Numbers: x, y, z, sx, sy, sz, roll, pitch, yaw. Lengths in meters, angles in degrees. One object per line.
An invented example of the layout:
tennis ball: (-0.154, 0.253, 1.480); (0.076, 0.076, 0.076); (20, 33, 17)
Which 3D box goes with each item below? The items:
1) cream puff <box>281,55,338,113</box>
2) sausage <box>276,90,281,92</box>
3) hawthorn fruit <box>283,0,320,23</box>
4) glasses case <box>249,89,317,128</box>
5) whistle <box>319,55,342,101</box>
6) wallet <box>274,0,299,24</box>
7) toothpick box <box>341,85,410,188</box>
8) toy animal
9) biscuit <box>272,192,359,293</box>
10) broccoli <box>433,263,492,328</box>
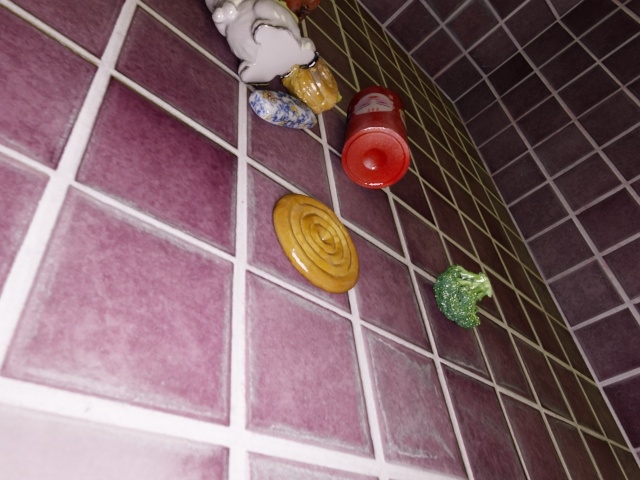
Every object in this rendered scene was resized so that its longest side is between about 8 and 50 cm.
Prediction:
cream puff: (-0.035, -0.462, 1.397); (0.189, 0.129, 0.189); (43, 31, -35)
sausage: (-0.090, -0.399, 1.365); (0.100, 0.015, 0.015); (37, 33, -28)
hawthorn fruit: (-0.131, -0.880, 1.602); (0.272, 0.242, 0.242); (56, 29, 3)
glasses case: (-0.094, -0.347, 1.251); (0.087, 0.065, 0.248); (56, 29, 11)
whistle: (0.017, -0.576, 1.668); (0.104, 0.057, 0.198); (-11, 67, -58)
wallet: (-0.214, -0.734, 1.456); (0.309, 0.042, 0.165); (37, 66, -24)
toothpick box: (0.174, -0.334, 1.490); (0.204, 0.204, 0.333); (40, 31, -22)
toy animal: (-0.187, -0.594, 1.282); (0.257, 0.194, 0.357); (2, 48, -43)
biscuit: (0.001, 0.000, 1.048); (0.262, 0.037, 0.262); (36, 33, -28)
broccoli: (0.410, 0.160, 1.362); (0.195, 0.156, 0.196); (-18, 90, -89)
